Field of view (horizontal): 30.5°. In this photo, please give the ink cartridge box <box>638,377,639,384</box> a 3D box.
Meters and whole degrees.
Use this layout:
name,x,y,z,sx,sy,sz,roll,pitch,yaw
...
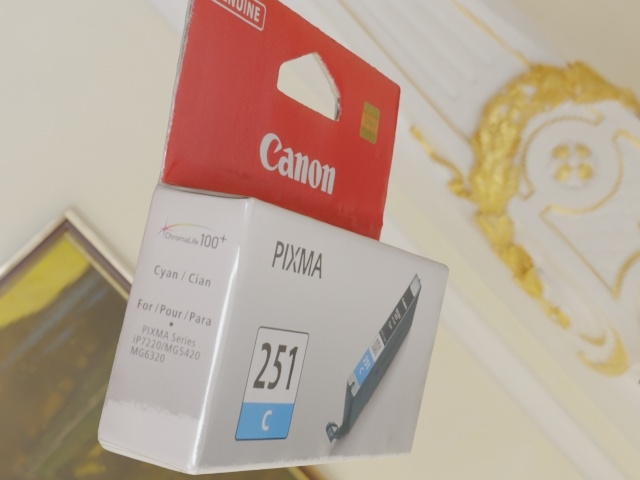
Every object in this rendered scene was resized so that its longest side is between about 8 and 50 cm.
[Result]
name,x,y,z,sx,sy,sz,roll,pitch,yaw
ink cartridge box,0.214,0.049,0.571,0.115,0.063,0.029,-35,151,-33

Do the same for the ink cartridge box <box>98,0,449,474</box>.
name,x,y,z,sx,sy,sz,roll,pitch,yaw
ink cartridge box,0.000,0.000,0.705,0.296,0.066,0.261,17,84,-64
